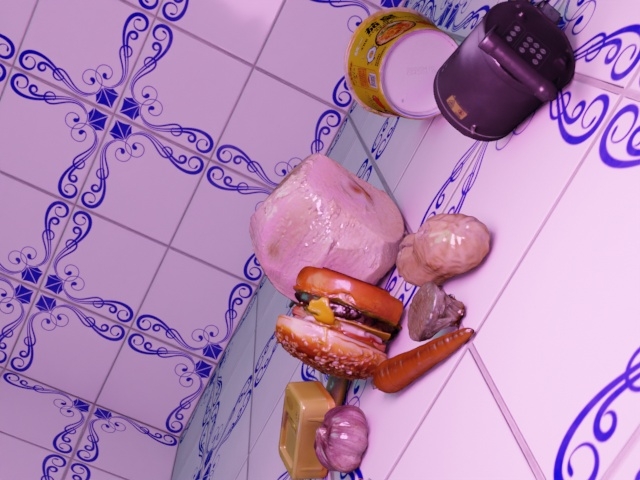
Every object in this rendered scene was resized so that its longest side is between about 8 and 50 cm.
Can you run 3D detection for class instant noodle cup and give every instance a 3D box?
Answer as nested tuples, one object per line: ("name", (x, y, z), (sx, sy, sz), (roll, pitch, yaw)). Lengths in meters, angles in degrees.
("instant noodle cup", (0.250, -0.484, 2.188), (0.325, 0.325, 0.254), (-63, 21, 12))

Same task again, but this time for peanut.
("peanut", (0.236, 0.022, 1.566), (0.290, 0.130, 0.130), (136, 157, -67))

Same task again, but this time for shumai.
("shumai", (0.223, 0.139, 1.470), (0.099, 0.087, 0.124), (-96, 25, -46))

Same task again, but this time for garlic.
("garlic", (0.041, 0.422, 1.661), (0.147, 0.102, 0.159), (-59, 13, 23))

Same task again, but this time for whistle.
("whistle", (0.058, 0.309, 1.946), (0.068, 0.057, 0.326), (127, 164, -58))

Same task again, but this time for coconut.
("coconut", (0.000, 0.000, 2.064), (0.404, 0.404, 0.404), (-61, 12, 22))

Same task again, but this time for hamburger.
("hamburger", (0.043, 0.193, 1.752), (0.291, 0.291, 0.225), (163, 128, -75))

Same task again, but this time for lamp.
("lamp", (0.352, -0.321, 1.544), (0.272, 0.205, 0.374), (-49, 2, 40))

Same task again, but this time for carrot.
("carrot", (0.190, 0.236, 1.502), (0.336, 0.069, 0.069), (-41, 26, 51))

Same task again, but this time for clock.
("clock", (-0.031, 0.441, 1.807), (0.143, 0.096, 0.202), (-133, 47, -65))

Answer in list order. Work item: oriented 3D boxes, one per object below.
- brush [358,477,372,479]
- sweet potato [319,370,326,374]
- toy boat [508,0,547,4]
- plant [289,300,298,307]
("brush", (0.094, 0.476, 1.518), (0.021, 0.019, 0.083), (-57, 10, -8))
("sweet potato", (0.015, 0.319, 2.008), (0.051, 0.065, 0.218), (-34, -22, 3))
("toy boat", (0.500, -0.594, 1.875), (0.080, 0.046, 0.229), (-63, 11, 13))
("plant", (0.018, 0.086, 2.365), (0.333, 0.180, 0.251), (-56, 24, 25))
